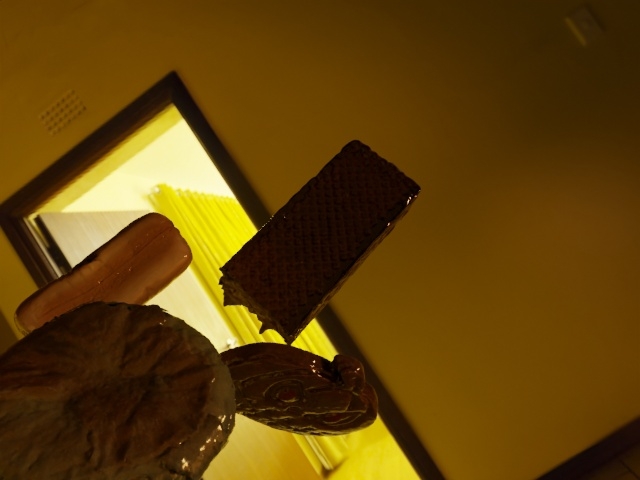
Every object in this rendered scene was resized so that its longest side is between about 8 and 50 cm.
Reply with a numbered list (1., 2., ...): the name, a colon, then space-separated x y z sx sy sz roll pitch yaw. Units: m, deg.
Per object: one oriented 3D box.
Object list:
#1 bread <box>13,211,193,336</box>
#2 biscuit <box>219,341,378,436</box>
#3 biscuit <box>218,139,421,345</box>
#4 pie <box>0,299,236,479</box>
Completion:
1. bread: -0.367 0.082 0.853 0.305 0.142 0.091 -44 0 -29
2. biscuit: -0.045 0.329 1.016 0.350 0.394 0.070 -36 35 39
3. biscuit: 0.000 0.000 0.554 0.252 0.106 0.070 -46 -12 -20
4. pie: -0.258 0.190 0.580 0.306 0.306 0.071 -30 -33 -40
